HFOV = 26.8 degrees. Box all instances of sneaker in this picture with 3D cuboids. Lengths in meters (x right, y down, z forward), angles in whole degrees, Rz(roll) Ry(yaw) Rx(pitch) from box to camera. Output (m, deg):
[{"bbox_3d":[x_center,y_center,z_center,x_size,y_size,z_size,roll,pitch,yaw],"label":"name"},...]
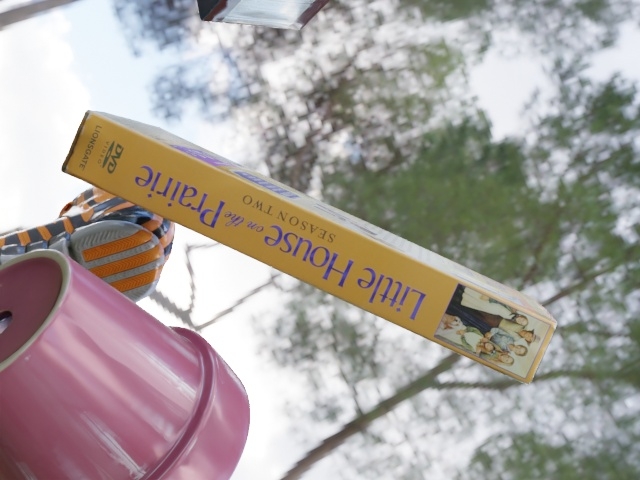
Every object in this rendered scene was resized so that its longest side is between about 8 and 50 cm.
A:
[{"bbox_3d":[-0.302,0.030,1.447,0.180,0.321,0.125,-80,157,-69],"label":"sneaker"}]

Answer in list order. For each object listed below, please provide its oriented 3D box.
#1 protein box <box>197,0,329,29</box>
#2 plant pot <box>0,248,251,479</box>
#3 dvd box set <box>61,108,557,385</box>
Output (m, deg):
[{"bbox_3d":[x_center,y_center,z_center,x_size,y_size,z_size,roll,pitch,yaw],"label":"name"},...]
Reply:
[{"bbox_3d":[-0.049,-0.373,1.494,0.201,0.135,0.200,-34,-118,53],"label":"protein box"},{"bbox_3d":[-0.180,0.113,0.981,0.201,0.201,0.180,23,-25,52],"label":"plant pot"},{"bbox_3d":[0.000,0.000,1.223,0.420,0.062,0.307,25,4,2],"label":"dvd box set"}]
